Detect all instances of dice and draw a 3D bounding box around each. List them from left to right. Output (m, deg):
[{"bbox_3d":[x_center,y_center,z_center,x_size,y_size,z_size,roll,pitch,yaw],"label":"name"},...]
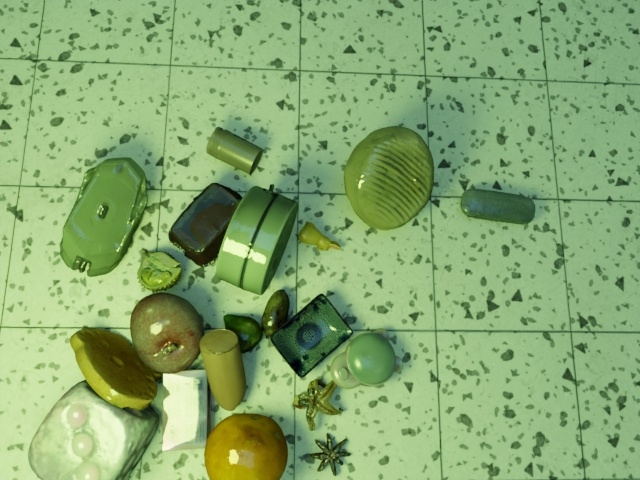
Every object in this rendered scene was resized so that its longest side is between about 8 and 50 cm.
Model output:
[{"bbox_3d":[-0.677,0.599,1.548,0.271,0.270,0.270,29,78,3],"label":"dice"}]

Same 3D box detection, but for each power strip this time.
[{"bbox_3d":[-0.197,-0.009,1.674,0.161,0.357,0.358,21,77,3],"label":"power strip"}]

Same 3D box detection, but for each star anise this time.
[{"bbox_3d":[0.031,0.709,1.691,0.141,0.042,0.141,1,76,-4],"label":"star anise"}]

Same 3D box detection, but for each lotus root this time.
[{"bbox_3d":[-0.151,0.253,1.751,0.080,0.089,0.179,4,72,38],"label":"lotus root"}]

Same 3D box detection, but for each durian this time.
[{"bbox_3d":[-0.563,0.103,1.759,0.146,0.102,0.208,-43,61,-13],"label":"durian"}]

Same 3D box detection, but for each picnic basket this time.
[{"bbox_3d":[-0.390,-0.073,1.785,0.222,0.129,0.297,38,77,6],"label":"picnic basket"}]

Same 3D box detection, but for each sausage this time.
[{"bbox_3d":[-0.308,0.418,1.642,0.123,0.123,0.253,-7,119,-5],"label":"sausage"}]

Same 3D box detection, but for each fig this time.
[{"bbox_3d":[-0.271,0.300,1.722,0.123,0.123,0.156,-38,71,-11],"label":"fig"}]

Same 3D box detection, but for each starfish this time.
[{"bbox_3d":[0.007,0.538,1.714,0.190,0.074,0.146,-42,78,-13],"label":"starfish"}]

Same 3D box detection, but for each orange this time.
[{"bbox_3d":[-0.229,0.657,1.574,0.261,0.261,0.261,1,78,-4],"label":"orange"}]

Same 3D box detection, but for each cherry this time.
[{"bbox_3d":[-0.497,0.288,1.637,0.221,0.307,0.261,-26,119,-30],"label":"cherry"}]

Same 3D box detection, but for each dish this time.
[{"bbox_3d":[-0.036,0.323,1.744,0.243,0.080,0.182,-39,90,-14],"label":"dish"}]

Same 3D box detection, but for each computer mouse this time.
[{"bbox_3d":[-0.732,-0.084,1.761,0.228,0.145,0.429,25,89,-6],"label":"computer mouse"}]

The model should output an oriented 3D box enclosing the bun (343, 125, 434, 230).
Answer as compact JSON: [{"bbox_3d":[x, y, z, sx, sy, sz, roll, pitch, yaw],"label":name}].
[{"bbox_3d":[0.228,-0.221,1.795,0.326,0.234,0.362,1,105,-28],"label":"bun"}]

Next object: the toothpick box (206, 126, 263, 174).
[{"bbox_3d":[-0.312,-0.326,1.854,0.180,0.111,0.111,27,77,1],"label":"toothpick box"}]

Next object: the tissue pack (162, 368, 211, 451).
[{"bbox_3d":[-0.438,0.548,1.666,0.148,0.092,0.246,-1,78,-5],"label":"tissue pack"}]

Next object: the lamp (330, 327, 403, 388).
[{"bbox_3d":[0.151,0.408,1.717,0.246,0.108,0.180,-22,73,-17],"label":"lamp"}]

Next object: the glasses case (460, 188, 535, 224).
[{"bbox_3d":[0.661,-0.126,1.900,0.282,0.067,0.109,8,80,-4],"label":"glasses case"}]

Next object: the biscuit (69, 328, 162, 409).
[{"bbox_3d":[-0.627,0.405,1.611,0.343,0.287,0.057,40,98,32],"label":"biscuit"}]

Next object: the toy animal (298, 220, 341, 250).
[{"bbox_3d":[-0.001,0.003,1.828,0.159,0.070,0.083,29,37,-10],"label":"toy animal"}]
